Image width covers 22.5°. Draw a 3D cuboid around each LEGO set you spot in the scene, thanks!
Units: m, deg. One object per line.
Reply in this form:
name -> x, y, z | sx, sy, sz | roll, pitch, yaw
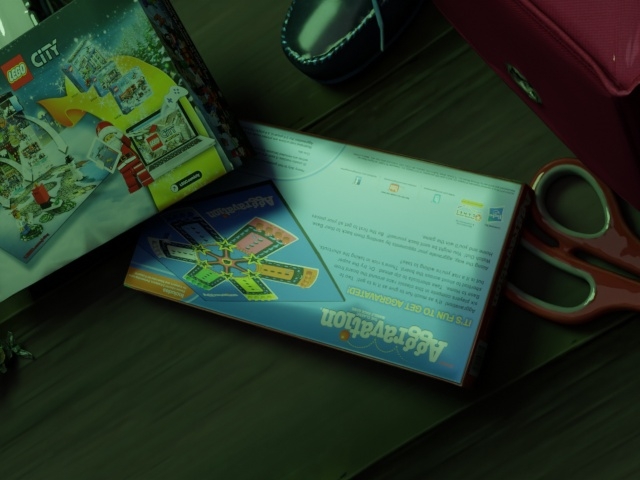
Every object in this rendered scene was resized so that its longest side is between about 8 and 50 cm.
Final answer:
LEGO set -> -0.261, 0.086, 1.216 | 0.023, 0.083, 0.054 | -22, 49, 58

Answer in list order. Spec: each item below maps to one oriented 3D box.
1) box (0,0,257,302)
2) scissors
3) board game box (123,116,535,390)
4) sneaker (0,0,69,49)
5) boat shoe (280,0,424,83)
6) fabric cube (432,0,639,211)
box -> -0.181, -0.075, 1.172 | 0.233, 0.044, 0.159 | -27, 93, 27
scissors -> 0.238, 0.047, 1.055 | 0.297, 0.021, 0.109 | 33, 88, 23
board game box -> 0.000, 0.000, 1.142 | 0.281, 0.027, 0.145 | 15, 82, 28
sneaker -> -0.286, -0.205, 1.271 | 0.129, 0.111, 0.297 | -35, 67, 16
boat shoe -> 0.045, -0.237, 1.155 | 0.109, 0.089, 0.258 | 30, 90, 25
fabric cube -> 0.205, -0.204, 0.985 | 0.259, 0.258, 0.254 | -43, 67, 3
